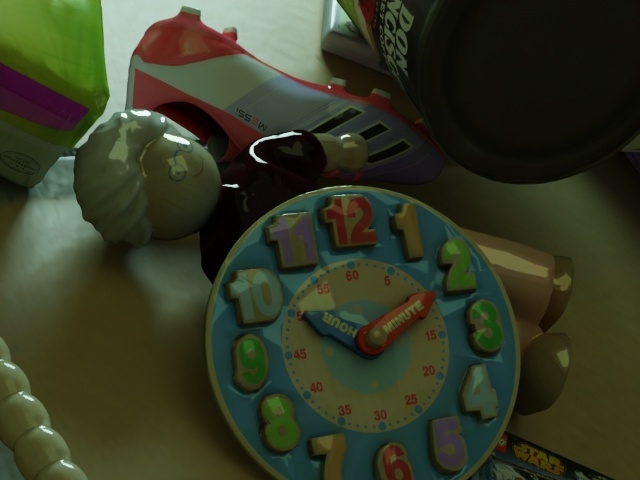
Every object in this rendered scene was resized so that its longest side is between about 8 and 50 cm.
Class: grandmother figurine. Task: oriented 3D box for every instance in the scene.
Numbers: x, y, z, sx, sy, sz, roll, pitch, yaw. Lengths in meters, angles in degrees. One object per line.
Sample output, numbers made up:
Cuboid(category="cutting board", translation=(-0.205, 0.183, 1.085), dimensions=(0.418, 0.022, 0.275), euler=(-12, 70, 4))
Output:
Cuboid(category="grandmother figurine", translation=(0.000, 0.000, 1.278), dimensions=(0.342, 0.104, 0.208), euler=(20, 39, -14))

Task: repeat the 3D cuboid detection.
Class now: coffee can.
Cuboid(category="coffee can", translation=(0.122, -0.195, 1.435), dimensions=(0.201, 0.202, 0.275), euler=(10, 27, -25))

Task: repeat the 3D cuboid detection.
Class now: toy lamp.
Cuboid(category="toy lamp", translation=(-0.152, 0.111, 1.052), dimensions=(0.080, 0.080, 0.275), euler=(-7, 49, -40))

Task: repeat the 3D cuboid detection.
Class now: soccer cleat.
Cuboid(category="soccer cleat", translation=(-0.026, -0.081, 1.400), dimensions=(0.248, 0.083, 0.095), euler=(25, 72, -20))

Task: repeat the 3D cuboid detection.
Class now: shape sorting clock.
Cuboid(category="shape sorting clock", translation=(0.029, 0.065, 1.193), dimensions=(0.206, 0.040, 0.206), euler=(6, 70, -16))

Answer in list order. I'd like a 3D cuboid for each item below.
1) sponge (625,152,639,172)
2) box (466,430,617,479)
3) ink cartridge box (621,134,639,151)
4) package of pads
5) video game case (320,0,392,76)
Cuboid(category="sponge", translation=(0.257, -0.136, 1.664), dimensions=(0.117, 0.031, 0.210), euler=(-7, 53, -48))
Cuboid(category="box", translation=(0.151, 0.177, 1.222), dimensions=(0.137, 0.027, 0.094), euler=(24, 36, -7))
Cuboid(category="ink cartridge box", translation=(0.271, -0.254, 1.501), dimensions=(0.131, 0.226, 0.306), euler=(-2, 53, -17))
Cuboid(category="package of pads", translation=(-0.256, -0.189, 1.301), dimensions=(0.229, 0.101, 0.296), euler=(27, 32, -30))
Cuboid(category="video game case", translation=(0.096, -0.192, 1.655), dimensions=(0.193, 0.023, 0.212), euler=(21, 37, -12))
